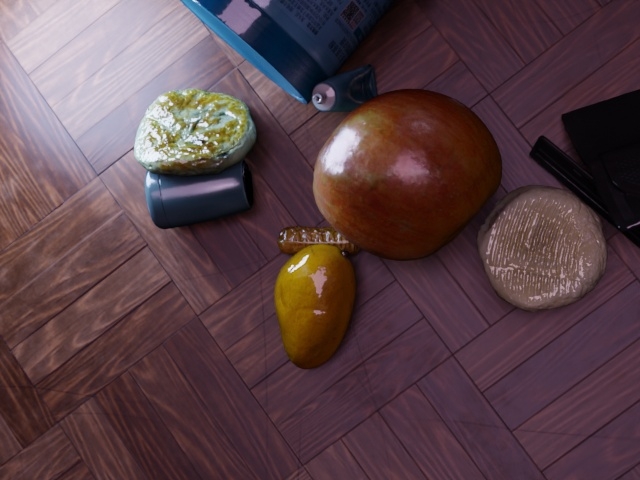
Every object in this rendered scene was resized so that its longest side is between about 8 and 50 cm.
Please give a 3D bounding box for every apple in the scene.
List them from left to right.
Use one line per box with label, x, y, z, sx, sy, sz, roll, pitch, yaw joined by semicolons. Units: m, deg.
apple;0.158;-0.102;1.805;0.302;0.301;0.301;-1;84;10

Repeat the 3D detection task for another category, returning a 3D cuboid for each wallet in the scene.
wallet;0.553;-0.150;1.785;0.247;0.041;0.322;-16;40;7

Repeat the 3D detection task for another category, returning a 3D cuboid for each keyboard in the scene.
keyboard;0.428;-0.108;1.862;0.381;0.103;0.041;36;76;8

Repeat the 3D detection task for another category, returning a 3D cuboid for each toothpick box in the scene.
toothpick box;-0.216;-0.090;1.963;0.184;0.120;0.120;-8;83;6

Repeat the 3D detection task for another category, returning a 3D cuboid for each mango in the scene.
mango;-0.014;0.116;1.915;0.147;0.109;0.227;15;99;15

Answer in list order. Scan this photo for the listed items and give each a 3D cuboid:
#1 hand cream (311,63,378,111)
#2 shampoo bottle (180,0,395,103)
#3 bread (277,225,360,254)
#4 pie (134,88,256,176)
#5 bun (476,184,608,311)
hand cream;0.049;-0.256;1.880;0.048;0.224;0.083;-5;101;30
shampoo bottle;-0.036;-0.467;1.861;0.331;0.331;0.342;41;92;11
bread;0.000;0.000;1.953;0.157;0.044;0.052;0;81;10
pie;-0.230;-0.194;1.954;0.241;0.054;0.240;-4;44;4
bun;0.374;0.012;1.843;0.221;0.134;0.220;0;83;3
